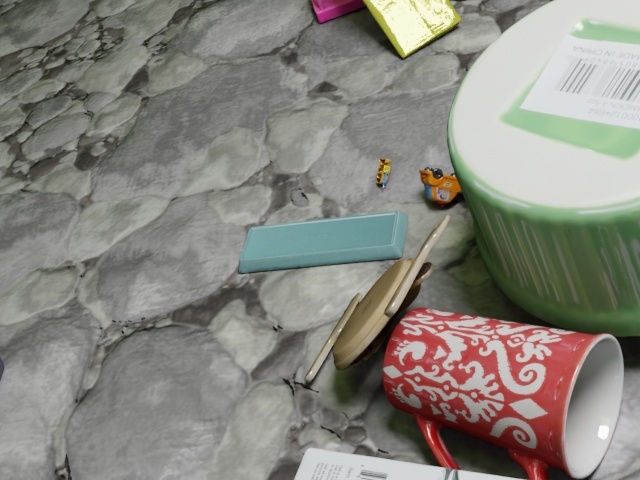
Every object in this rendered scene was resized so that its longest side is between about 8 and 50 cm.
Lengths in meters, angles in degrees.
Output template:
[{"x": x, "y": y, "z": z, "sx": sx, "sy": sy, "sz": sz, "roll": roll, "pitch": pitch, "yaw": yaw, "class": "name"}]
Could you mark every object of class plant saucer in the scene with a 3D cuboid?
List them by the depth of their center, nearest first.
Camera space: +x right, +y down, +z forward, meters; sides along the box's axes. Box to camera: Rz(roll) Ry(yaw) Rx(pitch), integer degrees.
[{"x": 0.000, "y": 0.000, "z": 0.993, "sx": 0.192, "sy": 0.018, "sz": 0.067, "roll": -5, "pitch": 43, "yaw": 19, "class": "plant saucer"}]

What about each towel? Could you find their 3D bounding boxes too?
[{"x": 0.090, "y": -0.373, "z": 1.244, "sx": 0.102, "sy": 0.021, "sz": 0.237, "roll": -33, "pitch": 84, "yaw": -2, "class": "towel"}]

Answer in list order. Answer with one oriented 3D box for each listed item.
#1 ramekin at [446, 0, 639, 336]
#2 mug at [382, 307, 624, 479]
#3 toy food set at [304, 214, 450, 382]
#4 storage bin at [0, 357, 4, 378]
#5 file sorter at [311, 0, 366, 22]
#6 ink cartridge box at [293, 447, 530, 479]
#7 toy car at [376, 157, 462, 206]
[{"x": 0.256, "y": -0.084, "z": 0.761, "sx": 0.303, "sy": 0.148, "sz": 0.303, "roll": -18, "pitch": 45, "yaw": 19, "class": "ramekin"}, {"x": 0.134, "y": 0.126, "z": 0.720, "sx": 0.169, "sy": 0.113, "sz": 0.150, "roll": 11, "pitch": 48, "yaw": 38, "class": "mug"}, {"x": 0.059, "y": 0.067, "z": 0.810, "sx": 0.038, "sy": 0.192, "sz": 0.132, "roll": 37, "pitch": 56, "yaw": -4, "class": "toy food set"}, {"x": -0.407, "y": 0.129, "z": 0.958, "sx": 0.091, "sy": 0.135, "sz": 0.098, "roll": -5, "pitch": 42, "yaw": 7, "class": "storage bin"}, {"x": 0.092, "y": -0.506, "z": 1.382, "sx": 0.291, "sy": 0.182, "sz": 0.202, "roll": -19, "pitch": 39, "yaw": 4, "class": "file sorter"}, {"x": 0.069, "y": 0.244, "z": 0.634, "sx": 0.208, "sy": 0.087, "sz": 0.153, "roll": 2, "pitch": 45, "yaw": 28, "class": "ink cartridge box"}, {"x": 0.115, "y": -0.064, "z": 1.009, "sx": 0.122, "sy": 0.060, "sz": 0.040, "roll": 18, "pitch": 97, "yaw": 58, "class": "toy car"}]
